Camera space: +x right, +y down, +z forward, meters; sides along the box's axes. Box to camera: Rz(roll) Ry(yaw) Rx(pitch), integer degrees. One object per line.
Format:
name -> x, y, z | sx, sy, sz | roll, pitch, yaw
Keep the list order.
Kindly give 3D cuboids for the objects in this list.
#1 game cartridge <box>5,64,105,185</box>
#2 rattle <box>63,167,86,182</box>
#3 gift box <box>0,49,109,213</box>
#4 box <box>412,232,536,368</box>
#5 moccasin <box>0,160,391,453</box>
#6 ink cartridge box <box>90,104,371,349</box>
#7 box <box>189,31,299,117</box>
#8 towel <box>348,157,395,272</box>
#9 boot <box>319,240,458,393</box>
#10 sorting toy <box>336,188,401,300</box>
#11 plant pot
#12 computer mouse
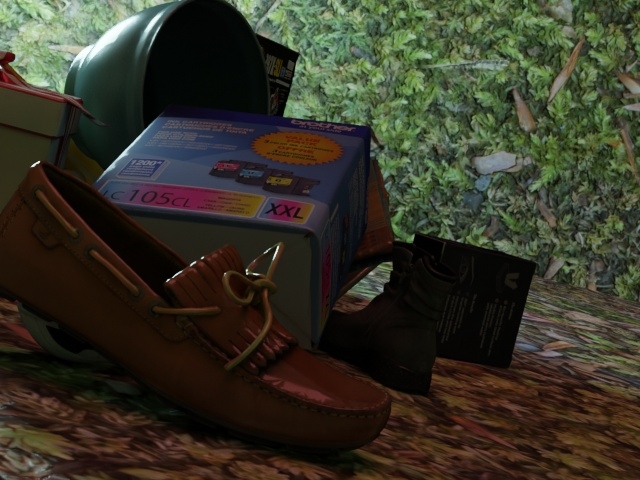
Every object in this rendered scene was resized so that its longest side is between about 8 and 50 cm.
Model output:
game cartridge -> -0.503, -0.164, 1.895 | 0.285, 0.052, 0.323 | -6, -37, 27
rattle -> -0.418, -0.032, 1.910 | 0.200, 0.130, 0.143 | -11, -8, 4
gift box -> -0.410, -0.105, 1.636 | 0.276, 0.258, 0.255 | 13, 6, -10
box -> 0.199, 0.084, 1.877 | 0.158, 0.156, 0.093 | 12, 4, -25
moccasin -> -0.105, 0.055, 1.152 | 0.380, 0.147, 0.139 | 31, 13, 15
ink cartridge box -> -0.093, -0.041, 1.567 | 0.270, 0.151, 0.395 | 7, 24, 9
box -> -0.130, -0.200, 2.139 | 0.079, 0.257, 0.322 | 14, 6, 10
towel -> -0.036, -0.008, 1.808 | 0.271, 0.040, 0.370 | -18, 20, 5
boot -> 0.083, 0.075, 1.598 | 0.083, 0.161, 0.246 | 12, 5, -29
sorting toy -> 0.000, 0.000, 1.968 | 0.229, 0.041, 0.307 | 24, 45, 32
plant pot -> -0.231, -0.192, 1.871 | 0.196, 0.293, 0.293 | 5, -1, 32
computer mouse -> -0.200, 0.097, 1.251 | 0.193, 0.042, 0.106 | 18, 7, -35
